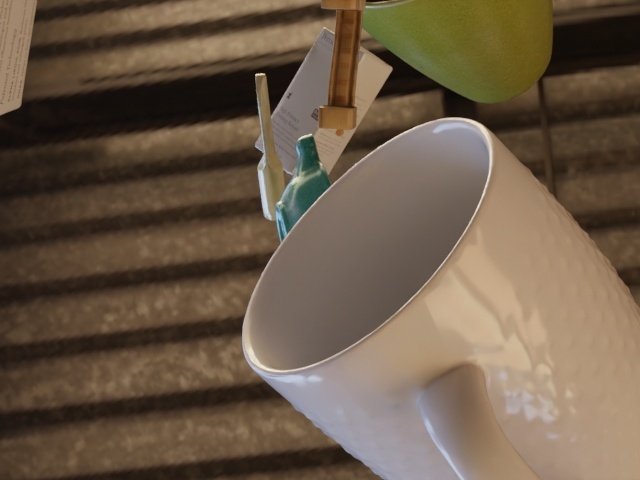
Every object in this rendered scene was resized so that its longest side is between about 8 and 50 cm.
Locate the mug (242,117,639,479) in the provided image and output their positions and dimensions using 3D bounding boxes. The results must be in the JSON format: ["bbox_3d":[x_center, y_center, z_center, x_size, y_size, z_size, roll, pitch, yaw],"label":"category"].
[{"bbox_3d":[0.147,0.124,1.021,0.276,0.328,0.374,-41,-157,14],"label":"mug"}]

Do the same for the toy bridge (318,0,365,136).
[{"bbox_3d":[0.017,-0.166,0.851,0.026,0.188,0.063,4,-170,7],"label":"toy bridge"}]

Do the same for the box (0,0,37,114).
[{"bbox_3d":[-0.334,-0.204,0.998,0.181,0.182,0.119,18,-159,9],"label":"box"}]

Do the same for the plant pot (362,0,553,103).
[{"bbox_3d":[0.174,-0.306,1.518,0.274,0.293,0.275,-17,-127,23],"label":"plant pot"}]

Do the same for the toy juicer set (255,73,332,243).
[{"bbox_3d":[0.000,0.000,1.346,0.089,0.209,0.329,-13,-119,-9],"label":"toy juicer set"}]

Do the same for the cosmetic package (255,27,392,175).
[{"bbox_3d":[0.003,-0.219,2.019,0.117,0.085,0.231,39,-76,41],"label":"cosmetic package"}]
